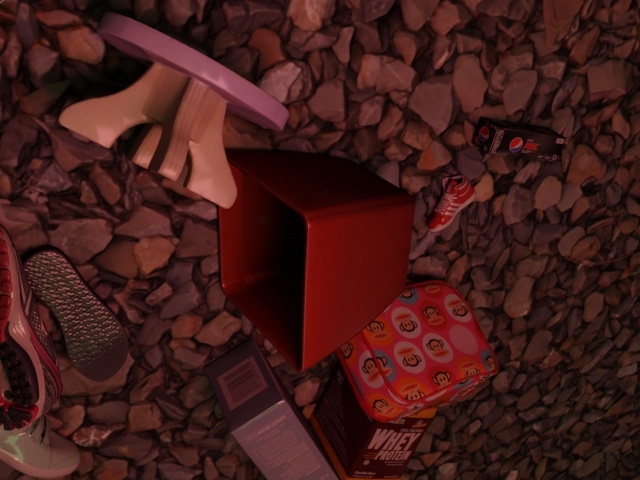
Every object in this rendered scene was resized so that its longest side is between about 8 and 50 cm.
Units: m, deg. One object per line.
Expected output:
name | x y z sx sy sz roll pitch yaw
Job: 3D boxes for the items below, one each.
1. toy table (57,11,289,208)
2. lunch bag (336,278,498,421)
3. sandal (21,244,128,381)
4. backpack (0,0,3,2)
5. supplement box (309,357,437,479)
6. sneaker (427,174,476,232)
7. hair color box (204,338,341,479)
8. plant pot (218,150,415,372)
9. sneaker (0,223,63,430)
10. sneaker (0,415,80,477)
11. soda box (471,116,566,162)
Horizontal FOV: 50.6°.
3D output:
toy table | -0.193 -0.165 0.912 0.274 0.252 0.161 27 89 -15
lunch bag | 0.168 0.182 1.268 0.293 0.258 0.120 -7 149 -36
sandal | -0.388 0.115 1.092 0.097 0.054 0.255 -28 117 -17
backpack | -0.430 -0.324 0.774 0.182 0.115 0.152 -25 137 -12
supplement box | 0.100 0.351 1.362 0.129 0.191 0.194 13 111 -30
sneaker | 0.237 -0.073 1.274 0.118 0.042 0.067 -44 131 -6
hair color box | -0.072 0.385 1.305 0.113 0.185 0.374 -31 126 -6
plant pot | 0.000 0.000 1.089 0.235 0.267 0.267 -17 125 -30
sneaker | -0.461 0.118 0.988 0.120 0.112 0.299 -9 94 11
sneaker | -0.469 0.293 1.124 0.151 0.094 0.256 -46 128 1
soda box | 0.369 -0.186 1.260 0.168 0.060 0.053 3 118 -27
